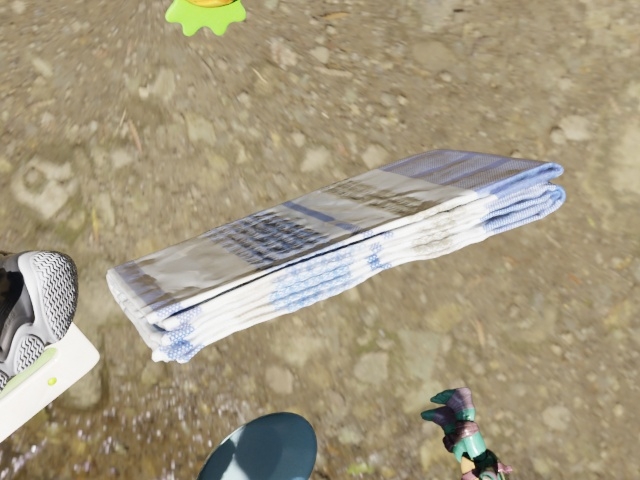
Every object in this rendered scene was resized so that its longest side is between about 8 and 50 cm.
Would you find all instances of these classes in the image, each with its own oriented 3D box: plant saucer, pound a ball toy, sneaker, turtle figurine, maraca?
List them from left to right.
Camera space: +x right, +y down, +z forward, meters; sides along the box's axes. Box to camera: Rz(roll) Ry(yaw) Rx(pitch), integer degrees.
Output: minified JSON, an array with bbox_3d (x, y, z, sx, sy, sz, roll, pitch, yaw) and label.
[{"bbox_3d":[-0.333,0.074,1.017,0.153,0.268,0.101,8,111,18],"label":"sneaker"},{"bbox_3d":[-0.457,0.154,1.426,0.319,0.208,0.135,-38,132,-9],"label":"pound a ball toy"},{"bbox_3d":[-0.138,-0.338,1.481,0.127,0.099,0.185,-2,132,-17],"label":"maraca"},{"bbox_3d":[-0.092,0.295,1.516,0.195,0.037,0.195,-21,128,-30],"label":"plant saucer"},{"bbox_3d":[0.204,0.328,1.618,0.118,0.175,0.234,1,60,-29],"label":"turtle figurine"}]

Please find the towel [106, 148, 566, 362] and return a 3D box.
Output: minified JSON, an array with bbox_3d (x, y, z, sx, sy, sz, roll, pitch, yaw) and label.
[{"bbox_3d":[0.000,0.000,0.799,0.285,0.209,0.034,-21,104,-15],"label":"towel"}]
